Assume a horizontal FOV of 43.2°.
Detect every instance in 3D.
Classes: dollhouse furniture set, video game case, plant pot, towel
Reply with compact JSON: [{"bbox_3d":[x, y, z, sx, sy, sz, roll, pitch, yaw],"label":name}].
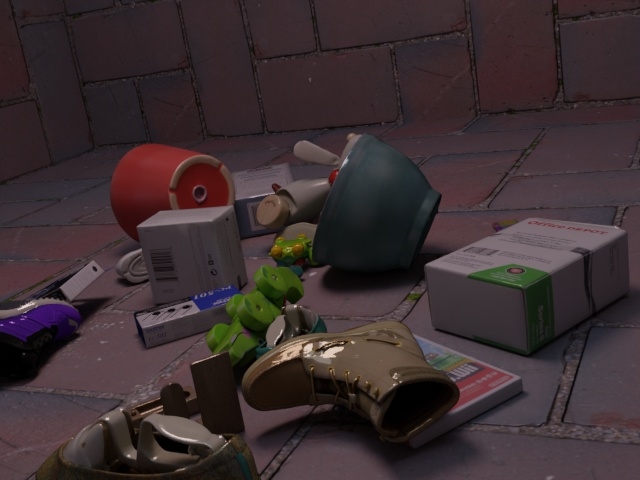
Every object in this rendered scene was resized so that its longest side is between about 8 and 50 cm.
[{"bbox_3d":[-0.214,0.218,1.177,0.144,0.123,0.151,-17,18,-24],"label":"dollhouse furniture set"},{"bbox_3d":[0.125,0.207,1.199,0.204,0.025,0.285,-19,19,-29],"label":"video game case"},{"bbox_3d":[0.131,-0.053,1.680,0.196,0.293,0.293,23,25,11],"label":"plant pot"},{"bbox_3d":[0.426,-0.030,1.840,0.060,0.010,0.083,-8,17,2],"label":"towel"},{"bbox_3d":[-0.364,-0.117,2.068,0.274,0.275,0.243,-23,16,-37],"label":"plant pot"}]

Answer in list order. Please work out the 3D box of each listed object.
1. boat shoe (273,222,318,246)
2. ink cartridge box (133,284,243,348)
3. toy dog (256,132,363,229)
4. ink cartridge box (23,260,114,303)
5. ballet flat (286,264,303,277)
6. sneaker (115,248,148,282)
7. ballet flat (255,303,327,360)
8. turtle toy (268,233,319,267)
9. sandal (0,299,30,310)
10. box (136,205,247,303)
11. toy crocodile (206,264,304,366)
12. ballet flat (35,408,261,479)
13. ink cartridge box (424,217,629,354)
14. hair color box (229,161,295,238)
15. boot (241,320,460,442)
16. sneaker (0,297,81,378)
[{"bbox_3d":[0.000,0.000,1.902,0.233,0.084,0.079,-10,-23,23],"label":"boat shoe"},{"bbox_3d":[-0.251,0.145,1.575,0.207,0.046,0.097,-15,19,-19],"label":"ink cartridge box"},{"bbox_3d":[-0.014,-0.148,1.964,0.333,0.220,0.161,-30,56,5],"label":"toy dog"},{"bbox_3d":[-0.574,0.117,1.743,0.206,0.045,0.208,-27,11,19],"label":"ink cartridge box"},{"bbox_3d":[-0.090,0.085,1.714,0.114,0.041,0.041,-19,19,-29],"label":"ballet flat"},{"bbox_3d":[-0.380,0.034,1.958,0.235,0.090,0.094,-16,7,-27],"label":"sneaker"},{"bbox_3d":[-0.045,0.156,1.352,0.083,0.087,0.247,-2,18,16],"label":"ballet flat"},{"bbox_3d":[-0.052,0.029,1.809,0.130,0.066,0.095,-7,17,8],"label":"turtle toy"},{"bbox_3d":[-0.679,0.200,1.586,0.254,0.055,0.097,-36,29,-22],"label":"sandal"},{"bbox_3d":[-0.271,0.030,1.727,0.181,0.181,0.119,-4,18,18],"label":"box"},{"bbox_3d":[-0.114,0.140,1.437,0.115,0.105,0.340,-46,7,21],"label":"toy crocodile"},{"bbox_3d":[-0.230,0.272,1.027,0.348,0.123,0.123,0,19,29],"label":"ballet flat"},{"bbox_3d":[0.354,0.065,1.369,0.289,0.122,0.211,-21,20,-34],"label":"ink cartridge box"},{"bbox_3d":[-0.160,-0.119,2.279,0.185,0.114,0.374,-10,17,-3],"label":"hair color box"},{"bbox_3d":[0.034,0.200,1.082,0.261,0.095,0.203,-12,19,-12],"label":"boot"},{"bbox_3d":[-0.554,0.195,1.508,0.146,0.102,0.293,43,23,26],"label":"sneaker"}]
